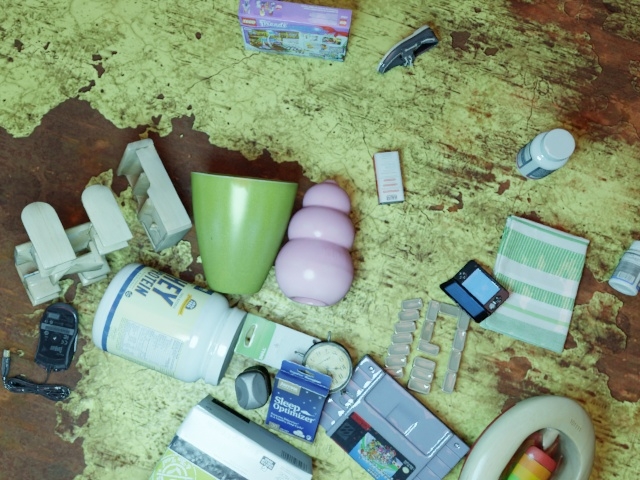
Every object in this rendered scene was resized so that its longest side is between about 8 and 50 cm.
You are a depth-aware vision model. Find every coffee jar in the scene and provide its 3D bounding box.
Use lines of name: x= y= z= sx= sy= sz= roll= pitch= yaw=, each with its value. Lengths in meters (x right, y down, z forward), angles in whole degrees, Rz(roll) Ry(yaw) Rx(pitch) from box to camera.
coffee jar: x=-0.169 y=0.371 z=1.513 sx=0.079 sy=0.184 sz=0.096 roll=-11 pitch=82 yaw=-3

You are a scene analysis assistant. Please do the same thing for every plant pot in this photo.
plant pot: x=-0.207 y=-0.018 z=1.547 sx=0.274 sy=0.275 sz=0.294 roll=6 pitch=96 yaw=-1

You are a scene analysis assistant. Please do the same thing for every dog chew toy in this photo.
dog chew toy: x=0.000 y=0.000 z=1.569 sx=0.206 sy=0.206 sz=0.332 roll=11 pitch=74 yaw=0

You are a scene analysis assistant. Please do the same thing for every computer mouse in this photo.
computer mouse: x=-0.733 y=0.283 z=1.576 sx=0.184 sy=0.060 sz=0.262 roll=8 pitch=94 yaw=-5

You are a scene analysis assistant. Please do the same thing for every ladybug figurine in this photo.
ladybug figurine: x=0.493 y=0.578 z=1.501 sx=0.305 sy=0.162 sz=0.449 roll=44 pitch=81 yaw=-11

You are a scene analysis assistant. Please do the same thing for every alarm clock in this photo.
alarm clock: x=0.027 y=0.337 z=1.523 sx=0.129 sy=0.064 sz=0.192 roll=-30 pitch=85 yaw=2

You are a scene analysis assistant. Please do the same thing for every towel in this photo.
towel: x=0.588 y=0.116 z=1.645 sx=0.248 sy=0.038 sz=0.325 roll=18 pitch=82 yaw=0

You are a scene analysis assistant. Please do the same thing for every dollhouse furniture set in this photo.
dollhouse furniture set: x=-0.565 y=-0.060 z=1.488 sx=0.394 sy=0.362 sz=0.256 roll=-24 pitch=84 yaw=-33

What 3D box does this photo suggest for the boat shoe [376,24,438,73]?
boat shoe: x=0.250 y=-0.534 z=1.705 sx=0.206 sy=0.075 sz=0.065 roll=-39 pitch=82 yaw=-11

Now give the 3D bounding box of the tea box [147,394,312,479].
tea box: x=-0.238 y=0.608 z=1.462 sx=0.329 sy=0.220 sz=0.323 roll=30 pitch=83 yaw=2

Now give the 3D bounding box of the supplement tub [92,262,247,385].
supplement tub: x=-0.371 y=0.214 z=1.505 sx=0.324 sy=0.235 sz=0.235 roll=21 pitch=82 yaw=1

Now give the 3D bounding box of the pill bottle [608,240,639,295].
pill bottle: x=0.856 y=0.074 z=1.637 sx=0.078 sy=0.078 sz=0.137 roll=32 pitch=82 yaw=3

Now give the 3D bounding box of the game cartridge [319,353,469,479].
game cartridge: x=0.177 y=0.497 z=1.553 sx=0.355 sy=0.068 sz=0.230 roll=41 pitch=90 yaw=4

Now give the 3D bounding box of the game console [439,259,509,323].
game console: x=0.411 y=0.133 z=1.594 sx=0.124 sy=0.085 sz=0.144 roll=-45 pitch=70 yaw=4

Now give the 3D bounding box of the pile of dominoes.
pile of dominoes: x=0.283 y=0.284 z=1.624 sx=0.196 sy=0.040 sz=0.251 roll=16 pitch=74 yaw=5

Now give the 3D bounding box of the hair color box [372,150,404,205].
hair color box: x=0.189 y=-0.173 z=1.669 sx=0.072 sy=0.043 sz=0.141 roll=-5 pitch=81 yaw=-2

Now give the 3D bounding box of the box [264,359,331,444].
box: x=-0.059 y=0.411 z=1.512 sx=0.136 sy=0.036 sz=0.225 roll=19 pitch=121 yaw=9

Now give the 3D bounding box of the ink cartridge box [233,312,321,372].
ink cartridge box: x=-0.114 y=0.275 z=1.572 sx=0.209 sy=0.062 sz=0.109 roll=22 pitch=82 yaw=-10

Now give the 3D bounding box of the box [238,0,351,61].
box: x=-0.068 y=-0.574 z=1.638 sx=0.293 sy=0.201 sz=0.057 roll=7 pitch=82 yaw=-1

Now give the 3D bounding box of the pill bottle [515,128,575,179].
pill bottle: x=0.610 y=-0.235 z=1.620 sx=0.108 sy=0.180 sz=0.108 roll=0 pitch=83 yaw=-2
